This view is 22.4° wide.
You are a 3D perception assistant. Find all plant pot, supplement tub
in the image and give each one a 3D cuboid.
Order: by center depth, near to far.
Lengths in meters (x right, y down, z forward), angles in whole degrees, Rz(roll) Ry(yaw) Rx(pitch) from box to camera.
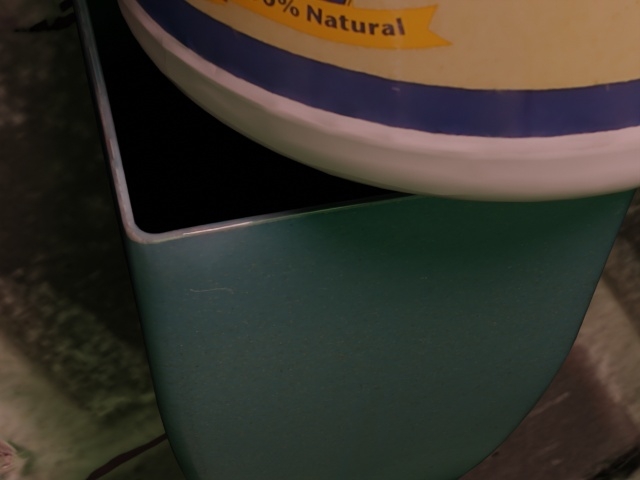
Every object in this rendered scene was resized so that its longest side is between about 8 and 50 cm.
[{"bbox_3d":[0.050,-0.193,0.408,0.228,0.228,0.316,-8,133,-11],"label":"supplement tub"},{"bbox_3d":[0.000,0.000,0.618,0.165,0.165,0.234,-9,141,-11],"label":"plant pot"}]
